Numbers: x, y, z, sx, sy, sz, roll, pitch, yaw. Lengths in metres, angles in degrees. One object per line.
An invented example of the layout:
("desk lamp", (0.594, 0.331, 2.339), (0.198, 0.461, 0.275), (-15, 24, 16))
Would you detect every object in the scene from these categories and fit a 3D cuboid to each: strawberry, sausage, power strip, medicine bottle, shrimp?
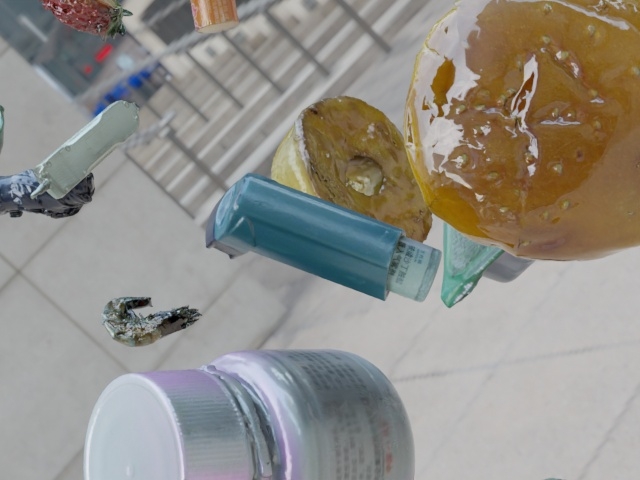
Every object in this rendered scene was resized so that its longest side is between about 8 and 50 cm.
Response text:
("strawberry", (-0.378, -0.372, 1.893), (0.085, 0.140, 0.192), (-43, -19, 17))
("sausage", (-0.181, -0.445, 1.926), (0.071, 0.234, 0.071), (-11, -2, 0))
("power strip", (-0.285, -0.108, 1.491), (0.030, 0.047, 0.191), (-20, 22, 51))
("medicine bottle", (0.000, 0.000, 1.348), (0.124, 0.258, 0.079), (105, -175, -67))
("medicine bottle", (-0.080, 0.253, 1.412), (0.325, 0.256, 0.256), (3, -30, -41))
("shrimp", (-0.231, 0.101, 1.687), (0.161, 0.091, 0.034), (-11, -39, -48))

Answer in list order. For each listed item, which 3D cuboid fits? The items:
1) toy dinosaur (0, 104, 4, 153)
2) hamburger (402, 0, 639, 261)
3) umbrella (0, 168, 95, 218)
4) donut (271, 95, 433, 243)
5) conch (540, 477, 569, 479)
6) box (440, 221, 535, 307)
("toy dinosaur", (-0.503, -0.066, 1.722), (0.120, 0.079, 0.292), (-59, 5, 38))
("hamburger", (0.240, -0.124, 1.244), (0.170, 0.314, 0.289), (-42, -40, -80))
("umbrella", (-0.403, -0.050, 1.533), (0.248, 0.071, 0.071), (-8, 13, 2))
("donut", (0.038, -0.077, 1.798), (0.108, 0.277, 0.277), (-31, 16, 35))
("conch", (0.396, 0.495, 2.125), (0.220, 0.277, 0.195), (-37, 42, 38))
("box", (0.320, -0.058, 2.068), (0.264, 0.106, 0.336), (-47, 21, 35))
